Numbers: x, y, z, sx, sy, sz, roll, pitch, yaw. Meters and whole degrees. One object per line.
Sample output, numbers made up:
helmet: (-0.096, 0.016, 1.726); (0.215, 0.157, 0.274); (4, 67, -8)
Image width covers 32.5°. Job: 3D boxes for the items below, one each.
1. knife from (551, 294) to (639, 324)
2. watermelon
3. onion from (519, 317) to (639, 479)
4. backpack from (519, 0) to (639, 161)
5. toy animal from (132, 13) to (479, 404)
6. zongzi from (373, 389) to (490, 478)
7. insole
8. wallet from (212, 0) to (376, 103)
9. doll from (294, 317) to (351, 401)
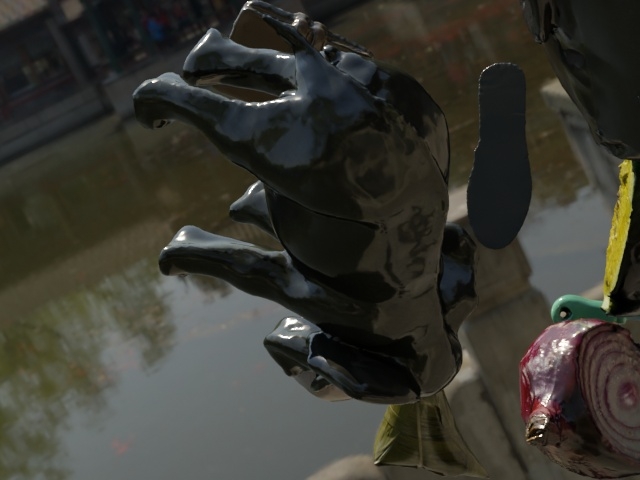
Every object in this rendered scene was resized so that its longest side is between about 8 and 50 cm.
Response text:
knife: (0.479, 0.101, 1.652); (0.260, 0.063, 0.034); (-3, 1, 13)
watermelon: (0.373, -0.002, 1.251); (0.123, 0.301, 0.129); (-10, 47, -6)
onion: (0.295, 0.199, 1.292); (0.218, 0.195, 0.140); (-21, 3, -41)
backpack: (0.262, -0.251, 0.856); (0.255, 0.445, 0.363); (-9, 34, 14)
toy animal: (-0.002, 0.005, 0.529); (0.146, 0.245, 0.114); (19, 64, 21)
zongzi: (0.207, 0.296, 1.787); (0.204, 0.205, 0.094); (16, 30, 0)
insole: (0.300, -0.143, 1.840); (0.109, 0.322, 0.007); (0, -11, 15)
wallet: (-0.028, -0.181, 1.156); (0.038, 0.153, 0.118); (-78, 14, -52)
doll: (0.068, 0.092, 1.562); (0.287, 0.151, 0.151); (-56, 10, 10)
